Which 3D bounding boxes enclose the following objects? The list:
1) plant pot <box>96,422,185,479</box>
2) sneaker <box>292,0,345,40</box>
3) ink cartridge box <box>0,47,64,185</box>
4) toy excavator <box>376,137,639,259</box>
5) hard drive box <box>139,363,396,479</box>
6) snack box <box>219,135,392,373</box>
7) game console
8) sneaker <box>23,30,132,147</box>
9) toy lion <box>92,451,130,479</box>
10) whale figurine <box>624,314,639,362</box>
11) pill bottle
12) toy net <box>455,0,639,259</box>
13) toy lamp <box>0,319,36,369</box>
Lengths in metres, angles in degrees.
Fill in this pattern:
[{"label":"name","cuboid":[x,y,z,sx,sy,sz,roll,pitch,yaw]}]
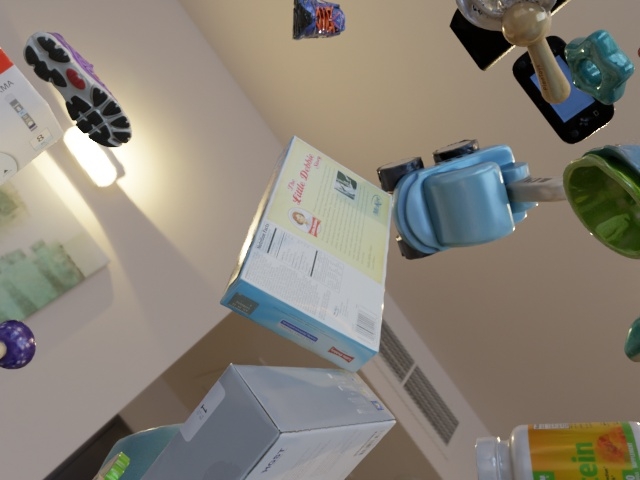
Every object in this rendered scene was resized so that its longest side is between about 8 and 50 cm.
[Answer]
[{"label":"plant pot","cuboid":[-0.255,0.417,0.908,0.290,0.290,0.195,-45,-127,48]},{"label":"sneaker","cuboid":[0.000,-0.402,0.989,0.087,0.221,0.083,4,-66,7]},{"label":"ink cartridge box","cuboid":[-0.686,-0.218,1.058,0.091,0.308,0.385,43,-19,2]},{"label":"toy excavator","cuboid":[0.385,-0.095,1.126,0.445,0.433,0.222,-149,-139,-73]},{"label":"hard drive box","cuboid":[-0.049,0.232,0.603,0.181,0.232,0.089,-52,-124,11]},{"label":"snack box","cuboid":[0.000,0.000,0.749,0.187,0.321,0.060,30,-51,-14]},{"label":"game console","cuboid":[0.420,-0.357,1.038,0.213,0.044,0.361,-39,-103,34]},{"label":"sneaker","cuboid":[-0.307,-0.203,0.731,0.068,0.071,0.169,-25,-65,15]},{"label":"toy lion","cuboid":[-0.246,0.276,0.587,0.034,0.100,0.096,44,-12,-8]},{"label":"whale figurine","cuboid":[0.440,0.055,0.643,0.141,0.216,0.272,47,-20,17]},{"label":"pill bottle","cuboid":[0.377,0.358,0.862,0.246,0.136,0.136,-10,-64,21]},{"label":"toy net","cuboid":[0.133,-0.100,0.303,0.232,0.045,0.122,57,-1,11]},{"label":"toy lamp","cuboid":[-0.453,0.149,0.636,0.080,0.275,0.080,1,-86,12]}]
